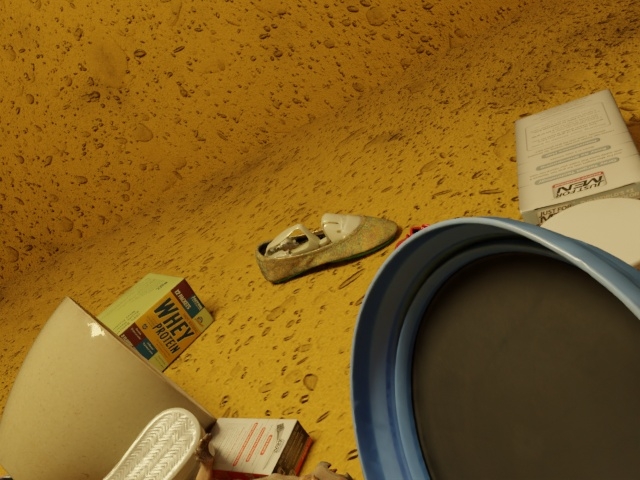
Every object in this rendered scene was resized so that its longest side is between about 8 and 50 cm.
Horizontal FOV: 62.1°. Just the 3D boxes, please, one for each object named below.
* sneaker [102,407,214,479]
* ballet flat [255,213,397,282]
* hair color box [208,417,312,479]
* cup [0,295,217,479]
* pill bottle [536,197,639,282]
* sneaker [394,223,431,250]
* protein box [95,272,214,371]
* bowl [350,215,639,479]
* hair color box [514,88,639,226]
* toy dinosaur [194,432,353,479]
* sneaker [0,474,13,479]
[{"bbox_3d":[-0.253,0.368,0.699,0.108,0.169,0.292,37,66,22],"label":"sneaker"},{"bbox_3d":[0.000,0.000,1.220,0.348,0.123,0.123,-20,27,21],"label":"ballet flat"},{"bbox_3d":[-0.106,0.322,0.804,0.167,0.053,0.093,-13,30,35],"label":"hair color box"},{"bbox_3d":[-0.371,0.288,0.871,0.237,0.331,0.331,-51,31,-20],"label":"cup"},{"bbox_3d":[0.296,0.100,0.515,0.152,0.272,0.152,-24,25,12],"label":"pill bottle"},{"bbox_3d":[0.189,0.008,0.978,0.087,0.128,0.221,-34,26,-11],"label":"sneaker"},{"bbox_3d":[-0.405,0.196,1.270,0.201,0.136,0.200,1,38,49],"label":"protein box"},{"bbox_3d":[0.158,0.174,0.449,0.077,0.391,0.391,-4,12,-29],"label":"bowl"},{"bbox_3d":[0.463,-0.129,0.957,0.185,0.114,0.374,-17,27,28],"label":"hair color box"},{"bbox_3d":[-0.101,0.371,0.627,0.200,0.127,0.296,31,74,18],"label":"toy dinosaur"},{"bbox_3d":[-0.494,0.413,0.938,0.099,0.153,0.282,-14,29,31],"label":"sneaker"}]
